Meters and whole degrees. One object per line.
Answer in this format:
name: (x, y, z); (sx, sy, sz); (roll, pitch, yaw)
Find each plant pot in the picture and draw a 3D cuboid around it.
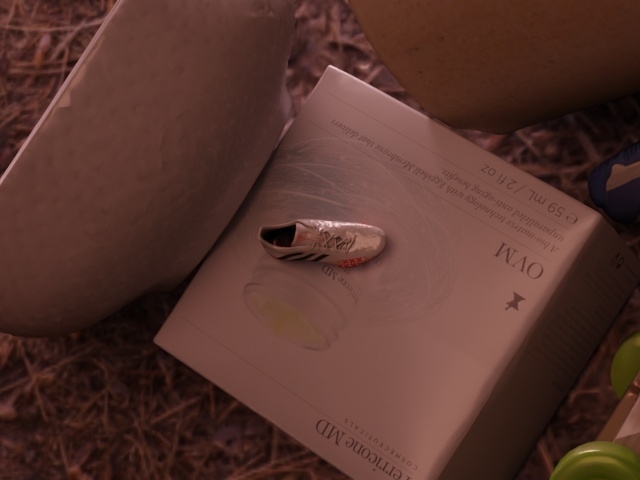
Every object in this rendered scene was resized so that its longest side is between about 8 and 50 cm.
plant pot: (0.185, -0.222, 1.115); (0.305, 0.334, 0.334); (-24, 65, 35)

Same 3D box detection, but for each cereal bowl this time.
cereal bowl: (-0.119, -0.070, 1.218); (0.141, 0.339, 0.339); (32, 88, -11)

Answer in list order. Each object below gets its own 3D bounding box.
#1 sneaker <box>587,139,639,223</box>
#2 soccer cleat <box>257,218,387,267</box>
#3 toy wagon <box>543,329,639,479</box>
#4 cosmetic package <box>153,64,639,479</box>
sneaker: (0.310, -0.037, 1.112); (0.296, 0.112, 0.131); (-16, 98, 34)
soccer cleat: (0.000, 0.000, 1.117); (0.083, 0.035, 0.029); (2, 74, 24)
toy wagon: (0.134, 0.190, 1.023); (0.068, 0.267, 0.344); (31, 108, 9)
cosmetic package: (0.053, 0.043, 1.181); (0.224, 0.138, 0.225); (31, 89, 28)
